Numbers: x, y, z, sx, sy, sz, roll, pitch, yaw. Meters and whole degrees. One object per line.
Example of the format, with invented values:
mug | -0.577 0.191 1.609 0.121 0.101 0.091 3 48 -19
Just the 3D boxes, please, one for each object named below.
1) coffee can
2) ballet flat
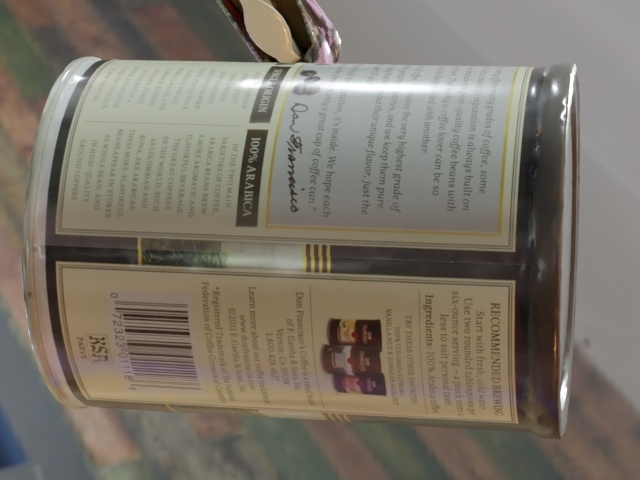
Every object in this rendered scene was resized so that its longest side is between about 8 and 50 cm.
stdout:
coffee can | 0.000 0.000 0.968 0.201 0.275 0.201 3 90 -79
ballet flat | -0.059 -0.203 1.321 0.221 0.077 0.079 55 14 -13
